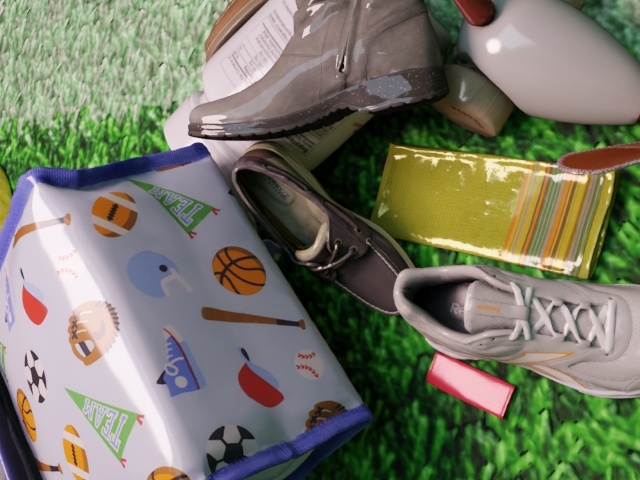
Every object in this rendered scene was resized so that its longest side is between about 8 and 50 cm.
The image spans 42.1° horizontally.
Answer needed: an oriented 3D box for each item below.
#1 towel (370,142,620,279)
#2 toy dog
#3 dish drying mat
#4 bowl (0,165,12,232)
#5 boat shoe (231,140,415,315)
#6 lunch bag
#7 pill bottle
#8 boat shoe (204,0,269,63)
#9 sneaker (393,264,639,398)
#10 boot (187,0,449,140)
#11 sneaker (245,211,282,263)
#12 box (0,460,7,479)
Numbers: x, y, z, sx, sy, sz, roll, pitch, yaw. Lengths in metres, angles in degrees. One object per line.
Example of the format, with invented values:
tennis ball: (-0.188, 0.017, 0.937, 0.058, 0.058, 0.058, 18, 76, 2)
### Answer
towel: (0.156, -0.035, 0.795, 0.237, 0.021, 0.102, 12, 82, 35)
toy dog: (0.229, -0.151, 0.695, 0.333, 0.161, 0.220, 7, 80, 34)
dish drying mat: (0.137, 0.132, 0.765, 0.083, 0.008, 0.032, 22, 89, 35)
bowl: (-0.602, -0.016, 1.201, 0.289, 0.156, 0.289, -10, 72, 31)
boat shoe: (0.000, -0.001, 0.792, 0.223, 0.073, 0.080, 44, 118, -2)
lunch bag: (-0.192, 0.155, 0.810, 0.328, 0.239, 0.385, 60, 137, 20)
pill bottle: (-0.019, -0.169, 0.863, 0.283, 0.160, 0.160, -40, 58, 17)
boat shoe: (-0.011, -0.299, 0.939, 0.307, 0.111, 0.104, -36, 54, 9)
sneaker: (0.178, 0.070, 0.688, 0.262, 0.121, 0.099, 2, 78, 33)
boot: (-0.012, -0.181, 0.745, 0.246, 0.083, 0.161, -11, 93, 11)
sneaker: (-0.121, -0.020, 0.941, 0.081, 0.080, 0.211, -49, 66, 10)
box: (-0.399, 0.267, 1.026, 0.101, 0.087, 0.102, -26, 63, 25)
